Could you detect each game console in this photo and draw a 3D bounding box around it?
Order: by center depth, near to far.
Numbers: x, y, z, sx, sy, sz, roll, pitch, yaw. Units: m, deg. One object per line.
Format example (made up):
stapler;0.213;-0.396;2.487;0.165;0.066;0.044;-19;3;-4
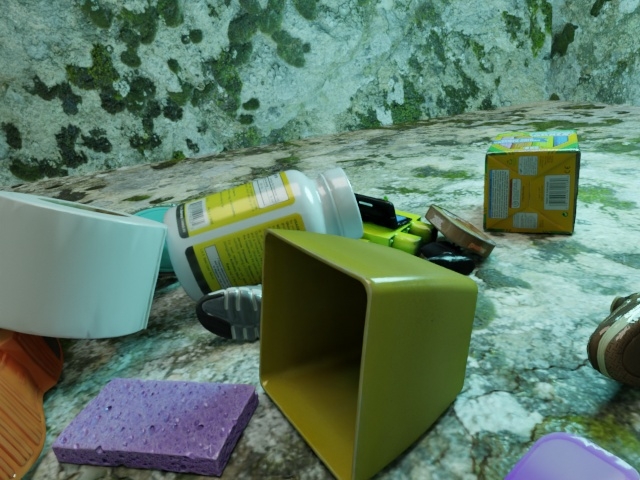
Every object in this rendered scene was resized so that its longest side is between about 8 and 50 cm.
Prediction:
game console;0.120;-0.072;0.958;0.122;0.107;0.071;17;56;33

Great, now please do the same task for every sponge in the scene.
sponge;-0.191;0.216;0.547;0.210;0.031;0.117;-2;22;14

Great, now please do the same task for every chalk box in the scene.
chalk box;0.485;-0.149;1.047;0.179;0.180;0.289;3;22;26

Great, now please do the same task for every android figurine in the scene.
android figurine;0.108;-0.027;1.004;0.272;0.056;0.248;13;26;30

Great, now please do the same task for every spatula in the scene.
spatula;0.130;0.244;0.360;0.296;0.030;0.084;-19;22;-25

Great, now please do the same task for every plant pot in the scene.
plant pot;0.059;0.105;0.533;0.187;0.212;0.212;-4;16;-31

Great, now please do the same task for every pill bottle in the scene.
pill bottle;-0.100;-0.020;0.853;0.333;0.188;0.188;-18;22;-4

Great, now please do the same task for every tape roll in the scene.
tape roll;-0.375;0.031;0.699;0.246;0.169;0.246;12;1;0

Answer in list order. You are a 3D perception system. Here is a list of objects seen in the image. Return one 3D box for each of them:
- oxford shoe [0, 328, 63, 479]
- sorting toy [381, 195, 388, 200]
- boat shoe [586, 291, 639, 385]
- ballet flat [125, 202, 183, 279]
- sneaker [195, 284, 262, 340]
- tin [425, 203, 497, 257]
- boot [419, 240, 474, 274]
oxford shoe;-0.419;0.216;0.544;0.132;0.130;0.363;-30;18;-9
sorting toy;0.145;-0.076;1.121;0.062;0.083;0.012;-8;46;-3
boat shoe;0.404;0.105;0.562;0.257;0.095;0.095;-11;6;-24
ballet flat;-0.305;-0.012;1.057;0.182;0.164;0.482;-20;5;36
sneaker;-0.084;0.100;0.760;0.228;0.086;0.132;0;15;-7
tin;0.276;-0.022;0.918;0.106;0.040;0.190;27;16;-18
boot;0.217;0.034;0.854;0.121;0.045;0.099;-5;22;-13
